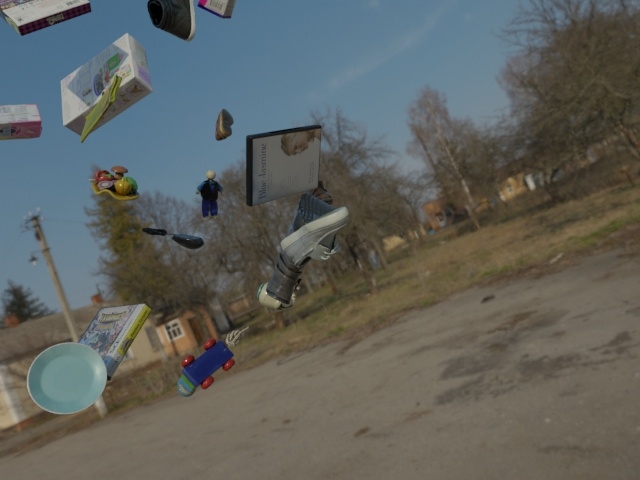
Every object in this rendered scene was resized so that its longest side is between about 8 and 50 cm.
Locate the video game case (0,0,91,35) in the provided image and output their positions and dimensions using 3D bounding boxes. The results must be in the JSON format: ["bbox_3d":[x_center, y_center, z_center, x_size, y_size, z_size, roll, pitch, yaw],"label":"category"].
[{"bbox_3d":[-0.862,-0.727,1.553,0.232,0.210,0.041,-40,-18,-31],"label":"video game case"}]

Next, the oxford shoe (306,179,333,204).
[{"bbox_3d":[-0.013,-0.163,1.776,0.083,0.096,0.227,-8,10,-15],"label":"oxford shoe"}]

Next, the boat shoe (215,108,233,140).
[{"bbox_3d":[-0.374,-0.441,1.945,0.060,0.064,0.177,-33,37,22],"label":"boat shoe"}]

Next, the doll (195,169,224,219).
[{"bbox_3d":[-0.421,-0.176,1.965,0.046,0.188,0.129,15,19,42],"label":"doll"}]

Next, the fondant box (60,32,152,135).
[{"bbox_3d":[-0.769,-0.551,1.825,0.331,0.238,0.096,-28,-30,16],"label":"fondant box"}]

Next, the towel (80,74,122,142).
[{"bbox_3d":[-0.646,-0.381,1.491,0.021,0.102,0.237,27,-38,-34],"label":"towel"}]

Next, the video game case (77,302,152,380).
[{"bbox_3d":[-0.670,0.312,1.586,0.275,0.035,0.248,-10,45,37],"label":"video game case"}]

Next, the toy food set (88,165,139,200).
[{"bbox_3d":[-0.631,-0.187,1.568,0.128,0.071,0.218,-1,22,-36],"label":"toy food set"}]

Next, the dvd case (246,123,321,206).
[{"bbox_3d":[-0.092,-0.200,1.336,0.022,0.180,0.253,24,31,37],"label":"dvd case"}]

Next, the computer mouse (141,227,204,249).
[{"bbox_3d":[-0.492,-0.006,1.696,0.242,0.041,0.071,12,9,24],"label":"computer mouse"}]

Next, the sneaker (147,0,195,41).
[{"bbox_3d":[-0.532,-0.855,1.788,0.105,0.295,0.147,-18,-10,39],"label":"sneaker"}]

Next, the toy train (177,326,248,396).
[{"bbox_3d":[-0.317,0.362,1.533,0.248,0.105,0.143,-36,-12,-47],"label":"toy train"}]

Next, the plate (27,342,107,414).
[{"bbox_3d":[-0.657,0.359,1.330,0.188,0.188,0.024,-20,-16,-41],"label":"plate"}]

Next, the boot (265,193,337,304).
[{"bbox_3d":[-0.053,0.014,1.285,0.222,0.118,0.338,-63,-4,17],"label":"boot"}]

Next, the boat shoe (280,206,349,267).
[{"bbox_3d":[-0.001,0.001,1.000,0.079,0.081,0.227,-29,-1,-32],"label":"boat shoe"}]

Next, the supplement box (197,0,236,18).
[{"bbox_3d":[-0.375,-0.990,1.975,0.220,0.111,0.114,-63,2,25],"label":"supplement box"}]

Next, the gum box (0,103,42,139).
[{"bbox_3d":[-0.954,-0.359,1.563,0.189,0.062,0.107,-14,-11,-35],"label":"gum box"}]

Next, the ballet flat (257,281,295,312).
[{"bbox_3d":[-0.112,0.167,1.445,0.086,0.086,0.248,-23,-10,5],"label":"ballet flat"}]
